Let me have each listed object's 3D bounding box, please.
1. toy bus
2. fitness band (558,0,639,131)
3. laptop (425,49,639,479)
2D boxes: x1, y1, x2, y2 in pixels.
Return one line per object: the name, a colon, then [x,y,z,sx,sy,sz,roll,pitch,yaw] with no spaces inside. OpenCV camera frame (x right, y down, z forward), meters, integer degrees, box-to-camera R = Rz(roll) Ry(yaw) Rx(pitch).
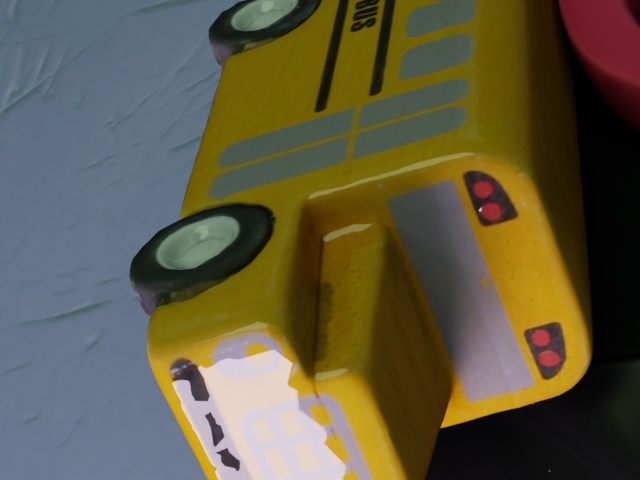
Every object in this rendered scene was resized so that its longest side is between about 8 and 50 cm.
toy bus: [0.027,-0.025,0.679,0.130,0.108,0.332,-15,29,14]
fitness band: [0.218,-0.155,0.754,0.209,0.054,0.291,8,58,40]
laptop: [0.181,0.088,0.713,0.382,0.236,0.408,-11,87,25]
